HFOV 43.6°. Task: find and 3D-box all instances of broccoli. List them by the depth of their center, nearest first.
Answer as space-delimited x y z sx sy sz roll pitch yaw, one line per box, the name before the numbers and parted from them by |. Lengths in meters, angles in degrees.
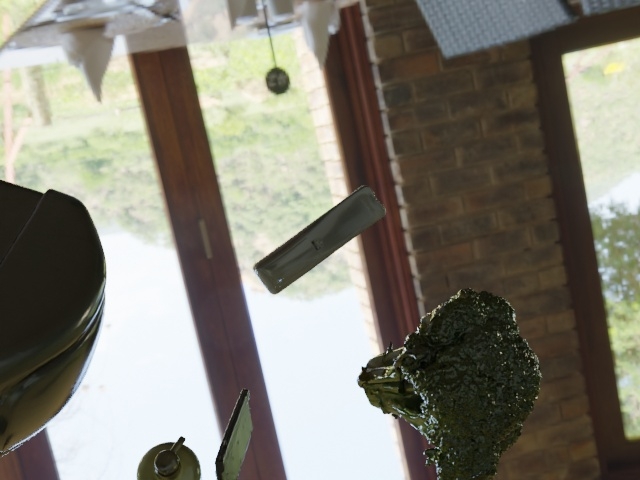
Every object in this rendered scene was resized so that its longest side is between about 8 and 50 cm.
broccoli | 0.211 0.230 1.290 0.283 0.304 0.321 -7 -175 31

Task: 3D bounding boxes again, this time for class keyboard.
keyboard | -0.157 0.372 1.475 0.018 0.101 0.310 -5 -168 4

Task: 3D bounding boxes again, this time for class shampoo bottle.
shampoo bottle | -0.186 0.296 0.990 0.079 0.079 0.162 -14 152 -15

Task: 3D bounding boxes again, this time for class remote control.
remote control | 0.000 0.000 1.014 0.184 0.050 0.027 -36 -167 -4

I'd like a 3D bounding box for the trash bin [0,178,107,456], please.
trash bin | -0.247 0.027 0.471 0.236 0.101 0.177 20 -141 -9
